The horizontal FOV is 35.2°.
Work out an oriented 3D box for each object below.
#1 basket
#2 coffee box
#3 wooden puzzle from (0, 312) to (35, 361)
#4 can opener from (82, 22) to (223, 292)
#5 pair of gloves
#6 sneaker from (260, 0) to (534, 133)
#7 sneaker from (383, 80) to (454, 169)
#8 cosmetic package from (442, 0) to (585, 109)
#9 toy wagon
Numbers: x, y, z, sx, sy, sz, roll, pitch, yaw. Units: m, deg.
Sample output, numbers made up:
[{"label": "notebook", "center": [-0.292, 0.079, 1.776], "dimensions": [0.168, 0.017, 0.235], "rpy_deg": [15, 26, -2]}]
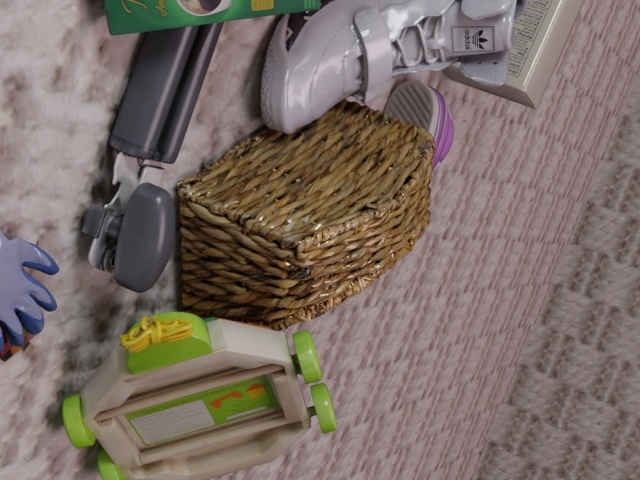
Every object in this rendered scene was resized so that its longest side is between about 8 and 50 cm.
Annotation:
[{"label": "basket", "center": [0.000, 0.000, 1.171], "dimensions": [0.299, 0.214, 0.223], "rpy_deg": [-39, 144, -44]}, {"label": "coffee box", "center": [-0.094, -0.237, 0.839], "dimensions": [0.113, 0.184, 0.040], "rpy_deg": [86, -7, -45]}, {"label": "wooden puzzle", "center": [-0.281, 0.079, 0.929], "dimensions": [0.049, 0.006, 0.083], "rpy_deg": [-46, 149, -37]}, {"label": "can opener", "center": [-0.142, -0.091, 0.945], "dimensions": [0.076, 0.095, 0.283], "rpy_deg": [3, 110, -65]}, {"label": "pair of gloves", "center": [-0.303, 0.073, 0.850], "dimensions": [0.198, 0.023, 0.159], "rpy_deg": [-54, 147, -25]}, {"label": "sneaker", "center": [0.099, -0.234, 1.161], "dimensions": [0.366, 0.210, 0.137], "rpy_deg": [-50, 151, -31]}, {"label": "sneaker", "center": [0.132, -0.086, 1.501], "dimensions": [0.161, 0.102, 0.282], "rpy_deg": [7, 105, -68]}, {"label": "cosmetic package", "center": [0.310, -0.374, 1.524], "dimensions": [0.309, 0.160, 0.113], "rpy_deg": [-66, 156, 2]}, {"label": "toy wagon", "center": [-0.130, 0.160, 1.061], "dimensions": [0.267, 0.068, 0.344], "rpy_deg": [-16, 142, -2]}]
